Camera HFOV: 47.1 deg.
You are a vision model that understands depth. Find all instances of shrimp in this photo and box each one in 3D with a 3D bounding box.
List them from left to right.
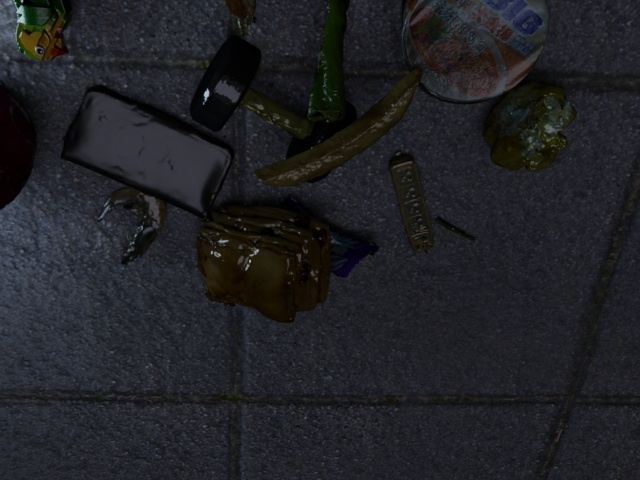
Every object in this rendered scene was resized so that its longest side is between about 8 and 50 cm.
[{"bbox_3d":[-0.474,-0.041,1.821,0.150,0.051,0.217,26,109,-15],"label":"shrimp"},{"bbox_3d":[-0.172,-0.522,1.511,0.115,0.051,0.217,-33,141,-31],"label":"shrimp"}]

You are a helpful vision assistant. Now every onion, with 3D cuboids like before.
[{"bbox_3d":[-0.771,-0.174,1.522,0.347,0.385,0.348,-10,120,-17],"label":"onion"}]

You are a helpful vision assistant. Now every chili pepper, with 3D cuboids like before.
[{"bbox_3d":[0.016,-0.415,1.510,0.085,0.359,0.076,-5,166,24],"label":"chili pepper"}]

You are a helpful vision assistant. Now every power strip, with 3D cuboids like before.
[{"bbox_3d":[0.232,-0.084,1.840,0.064,0.044,0.305,-16,122,5],"label":"power strip"}]

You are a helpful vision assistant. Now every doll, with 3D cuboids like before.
[{"bbox_3d":[-0.581,-0.465,1.511,0.134,0.106,0.186,6,122,-1],"label":"doll"}]

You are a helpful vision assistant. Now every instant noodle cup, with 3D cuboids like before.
[{"bbox_3d":[0.297,-0.453,1.513,0.296,0.214,0.296,-1,122,-2],"label":"instant noodle cup"}]

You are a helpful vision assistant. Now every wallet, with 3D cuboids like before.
[{"bbox_3d":[-0.396,-0.205,1.702,0.377,0.051,0.197,23,104,-16],"label":"wallet"}]

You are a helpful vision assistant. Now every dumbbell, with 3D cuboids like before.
[{"bbox_3d":[-0.101,-0.281,1.601,0.322,0.204,0.204,27,116,-20],"label":"dumbbell"}]

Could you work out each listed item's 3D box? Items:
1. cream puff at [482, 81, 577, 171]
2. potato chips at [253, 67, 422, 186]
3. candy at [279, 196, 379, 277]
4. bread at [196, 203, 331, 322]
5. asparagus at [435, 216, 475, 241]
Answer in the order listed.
[{"bbox_3d":[0.484,-0.257,1.686,0.194,0.195,0.221,27,104,-19],"label":"cream puff"},{"bbox_3d":[0.048,-0.208,1.502,0.407,0.057,0.080,-31,127,16],"label":"potato chips"},{"bbox_3d":[0.000,0.000,1.863,0.275,0.070,0.145,28,123,-16],"label":"candy"},{"bbox_3d":[-0.144,0.063,1.801,0.324,0.167,0.277,8,123,11],"label":"bread"},{"bbox_3d":[0.351,-0.026,1.900,0.127,0.018,0.015,28,141,-19],"label":"asparagus"}]
